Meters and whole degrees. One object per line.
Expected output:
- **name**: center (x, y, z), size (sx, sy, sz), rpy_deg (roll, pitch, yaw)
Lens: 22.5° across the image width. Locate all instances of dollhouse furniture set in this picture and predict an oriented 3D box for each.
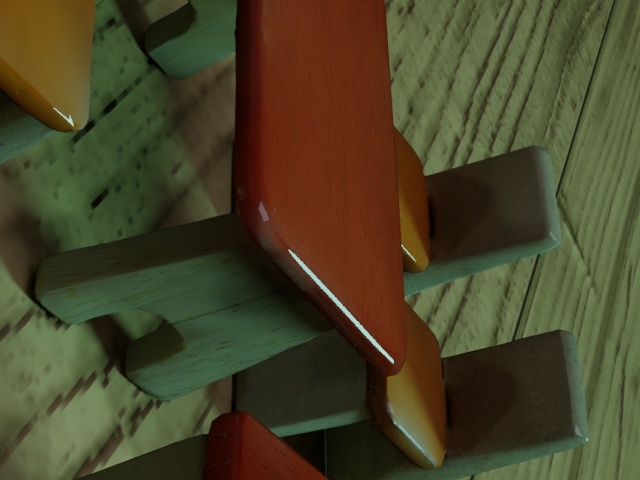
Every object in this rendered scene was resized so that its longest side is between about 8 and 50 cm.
- **dollhouse furniture set**: center (0.000, 0.000, 0.404), size (0.262, 0.135, 0.259), rpy_deg (46, 33, -46)
